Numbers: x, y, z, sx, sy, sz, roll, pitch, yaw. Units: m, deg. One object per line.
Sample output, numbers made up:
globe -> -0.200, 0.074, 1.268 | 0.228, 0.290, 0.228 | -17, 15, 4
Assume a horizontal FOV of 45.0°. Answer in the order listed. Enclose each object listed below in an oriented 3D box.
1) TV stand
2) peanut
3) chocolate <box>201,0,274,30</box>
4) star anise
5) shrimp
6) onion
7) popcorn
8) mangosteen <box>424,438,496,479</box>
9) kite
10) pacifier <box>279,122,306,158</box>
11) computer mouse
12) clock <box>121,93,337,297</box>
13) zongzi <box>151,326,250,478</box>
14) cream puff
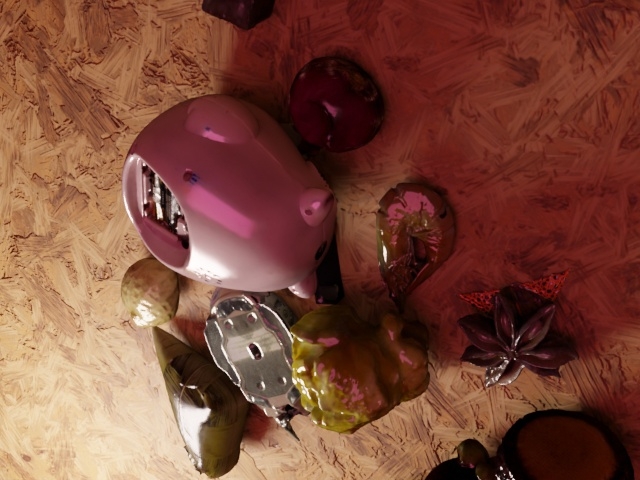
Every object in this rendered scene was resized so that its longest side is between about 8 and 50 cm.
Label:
TV stand -> 0.000, 0.000, 1.488 | 0.049, 0.040, 0.256 | 1, 112, 26
peanut -> -0.369, 0.115, 1.678 | 0.140, 0.109, 0.159 | 28, 114, 46
chocolate -> -0.099, -0.519, 1.269 | 0.112, 0.112, 0.321 | 27, 122, 15
star anise -> 0.340, 0.173, 1.373 | 0.212, 0.073, 0.197 | -13, 115, 30
shrimp -> 0.166, 0.020, 1.408 | 0.145, 0.061, 0.267 | 12, 114, 11
onion -> 0.008, -0.208, 1.335 | 0.173, 0.135, 0.198 | 37, 122, 7
popcorn -> 0.074, 0.232, 1.428 | 0.276, 0.276, 0.225 | 14, 133, 20
mangosteen -> 0.291, 0.504, 1.480 | 0.210, 0.210, 0.210 | 10, 116, 22
kite -> 0.362, 0.128, 1.389 | 0.222, 0.008, 0.125 | -17, 106, 31
pacifier -> -0.058, -0.182, 1.424 | 0.083, 0.064, 0.068 | 38, 105, 6
computer mouse -> -0.099, 0.238, 1.601 | 0.199, 0.115, 0.389 | -15, 107, 29
clock -> -0.161, -0.062, 1.369 | 0.377, 0.250, 0.368 | 32, 139, 20
zongzi -> -0.296, 0.366, 1.760 | 0.300, 0.145, 0.274 | 34, 129, 29
cream puff -> 0.423, 0.417, 1.352 | 0.239, 0.239, 0.165 | 12, 132, 21
